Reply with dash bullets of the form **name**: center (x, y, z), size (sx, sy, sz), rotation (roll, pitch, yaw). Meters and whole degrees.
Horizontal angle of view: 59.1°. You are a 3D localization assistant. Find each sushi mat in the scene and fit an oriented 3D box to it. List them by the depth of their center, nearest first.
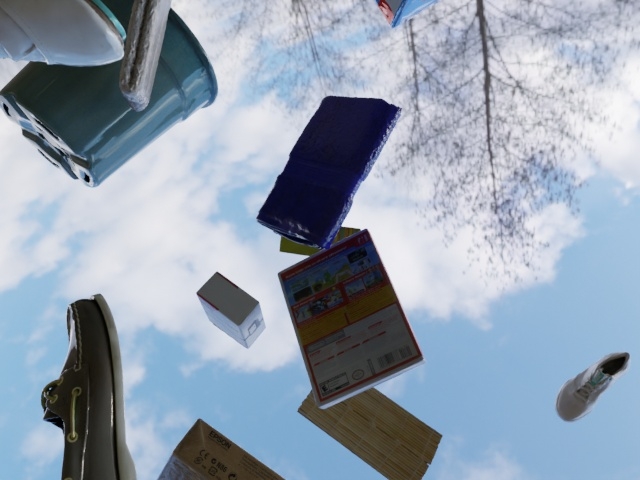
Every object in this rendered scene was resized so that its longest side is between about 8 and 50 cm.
- **sushi mat**: center (0.113, 0.421, 1.292), size (0.316, 0.019, 0.151), rotation (33, -114, 11)

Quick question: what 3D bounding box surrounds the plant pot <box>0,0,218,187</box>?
- **plant pot**: center (-0.458, -0.314, 1.197), size (0.341, 0.341, 0.334), rotation (21, -118, 37)

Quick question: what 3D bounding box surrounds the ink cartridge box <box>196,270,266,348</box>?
- **ink cartridge box**: center (-0.172, 0.140, 1.109), size (0.109, 0.150, 0.063), rotation (33, -113, 16)

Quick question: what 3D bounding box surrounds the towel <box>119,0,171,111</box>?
- **towel**: center (-0.295, -0.371, 0.965), size (0.049, 0.282, 0.187), rotation (13, -178, -14)

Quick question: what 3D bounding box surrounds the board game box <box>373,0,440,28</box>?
- **board game box**: center (0.144, -0.503, 0.778), size (0.308, 0.086, 0.302), rotation (-35, -93, -12)

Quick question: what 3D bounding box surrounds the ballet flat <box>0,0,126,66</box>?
- **ballet flat**: center (-0.393, -0.286, 0.639), size (0.400, 0.139, 0.139), rotation (38, -119, 14)

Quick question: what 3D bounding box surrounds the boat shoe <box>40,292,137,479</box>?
- **boat shoe**: center (-0.281, 0.207, 0.671), size (0.091, 0.109, 0.305), rotation (-3, -115, -28)

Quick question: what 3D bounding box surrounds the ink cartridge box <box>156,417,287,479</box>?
- **ink cartridge box**: center (-0.187, 0.475, 1.093), size (0.234, 0.193, 0.088), rotation (35, -134, 2)

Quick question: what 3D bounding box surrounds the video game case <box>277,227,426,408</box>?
- **video game case**: center (0.046, 0.135, 1.035), size (0.204, 0.025, 0.285), rotation (-27, -123, 10)

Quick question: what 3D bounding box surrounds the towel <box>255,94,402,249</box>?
- **towel**: center (0.017, -0.135, 1.103), size (0.227, 0.076, 0.308), rotation (22, -98, 49)

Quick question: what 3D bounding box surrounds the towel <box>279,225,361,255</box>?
- **towel**: center (0.000, 0.000, 1.677), size (0.237, 0.102, 0.021), rotation (7, 180, -3)

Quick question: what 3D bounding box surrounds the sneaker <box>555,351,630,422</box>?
- **sneaker**: center (0.618, 0.324, 1.281), size (0.212, 0.094, 0.080), rotation (-42, -116, -6)
